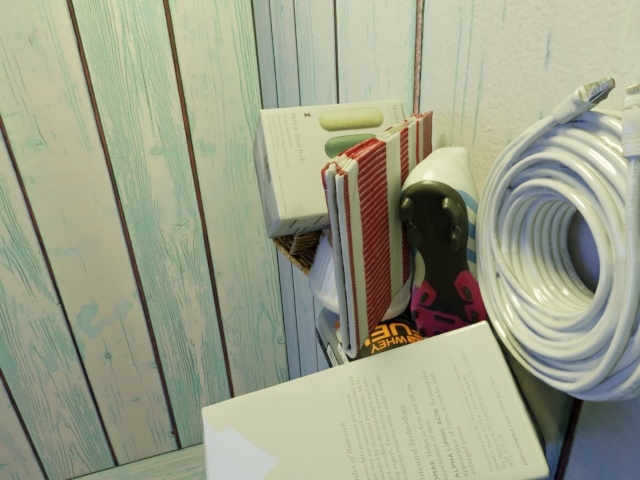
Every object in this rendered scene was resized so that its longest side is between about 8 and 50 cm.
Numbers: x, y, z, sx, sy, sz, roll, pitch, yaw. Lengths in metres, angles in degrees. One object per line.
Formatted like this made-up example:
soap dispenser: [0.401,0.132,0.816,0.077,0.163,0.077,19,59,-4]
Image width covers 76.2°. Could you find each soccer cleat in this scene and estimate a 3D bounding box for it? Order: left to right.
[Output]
soccer cleat: [0.193,0.021,0.592,0.116,0.143,0.331,9,135,30]

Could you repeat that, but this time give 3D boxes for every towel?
towel: [0.096,-0.032,0.562,0.037,0.329,0.236,7,118,29]

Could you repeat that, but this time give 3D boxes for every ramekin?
ramekin: [0.084,0.052,0.808,0.207,0.207,0.108,-122,36,-56]

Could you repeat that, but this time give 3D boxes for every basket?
basket: [0.000,0.000,1.036,0.299,0.223,0.213,113,145,-62]

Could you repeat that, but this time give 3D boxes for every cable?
cable: [0.238,0.010,0.380,0.257,0.089,0.256,147,117,-82]

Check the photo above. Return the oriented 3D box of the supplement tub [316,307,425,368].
supplement tub: [0.123,0.247,0.784,0.316,0.194,0.193,-122,27,-54]

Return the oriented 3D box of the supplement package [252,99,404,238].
supplement package: [0.018,-0.133,0.800,0.198,0.263,0.199,146,114,-74]

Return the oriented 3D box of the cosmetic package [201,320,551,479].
cosmetic package: [0.064,0.244,0.534,0.217,0.385,0.156,33,-144,-58]
